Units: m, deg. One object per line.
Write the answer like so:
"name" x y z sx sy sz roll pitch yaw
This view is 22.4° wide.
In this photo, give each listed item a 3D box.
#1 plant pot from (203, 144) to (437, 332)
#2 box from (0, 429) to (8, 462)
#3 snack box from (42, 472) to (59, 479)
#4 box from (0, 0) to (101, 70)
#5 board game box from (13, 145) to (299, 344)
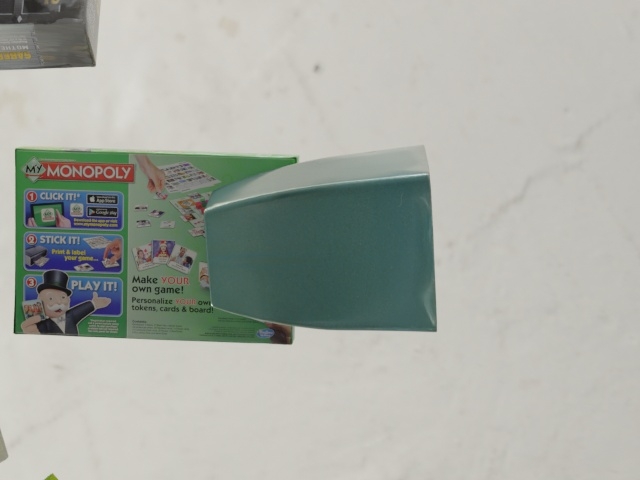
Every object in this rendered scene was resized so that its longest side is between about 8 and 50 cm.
"plant pot" 0.000 0.000 1.694 0.165 0.234 0.166 -85 172 -76
"box" -0.424 0.088 1.555 0.121 0.148 0.311 6 -68 51
"snack box" -0.320 0.409 1.897 0.207 0.174 0.070 50 -25 4
"box" -0.252 -0.233 1.198 0.183 0.056 0.231 -2 -119 1
"board game box" -0.184 0.005 1.817 0.046 0.317 0.214 -60 152 -83
